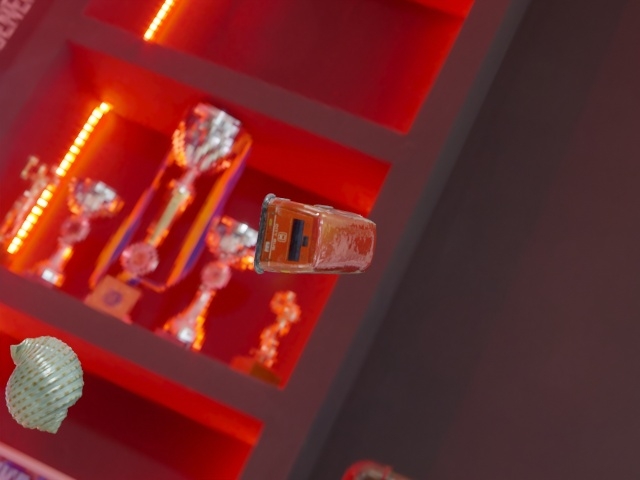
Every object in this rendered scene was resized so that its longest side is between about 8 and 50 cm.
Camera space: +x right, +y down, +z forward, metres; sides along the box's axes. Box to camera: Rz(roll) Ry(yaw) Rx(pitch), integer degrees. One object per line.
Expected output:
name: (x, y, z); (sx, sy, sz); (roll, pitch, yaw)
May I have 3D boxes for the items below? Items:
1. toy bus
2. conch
toy bus: (0.000, 0.000, 1.055); (0.077, 0.079, 0.174); (8, 1, 26)
conch: (-0.457, 0.245, 1.711); (0.102, 0.135, 0.153); (29, -49, 57)
